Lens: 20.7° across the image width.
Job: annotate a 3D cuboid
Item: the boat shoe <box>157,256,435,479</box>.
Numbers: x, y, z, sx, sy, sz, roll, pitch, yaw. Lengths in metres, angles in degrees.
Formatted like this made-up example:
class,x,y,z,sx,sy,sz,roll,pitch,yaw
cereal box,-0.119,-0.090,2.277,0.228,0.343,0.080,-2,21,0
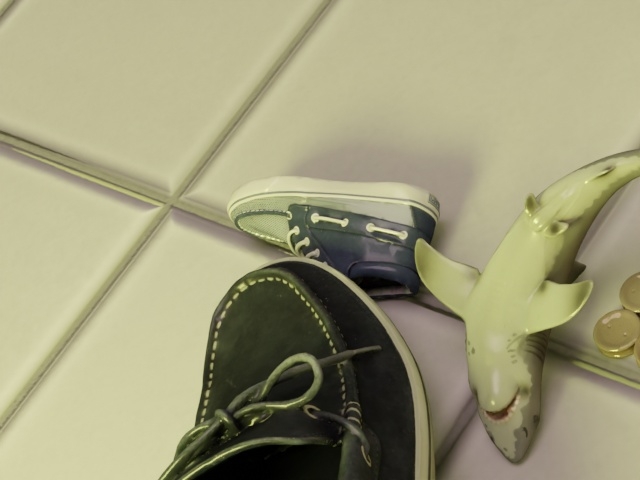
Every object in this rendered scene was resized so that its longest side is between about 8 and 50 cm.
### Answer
class,x,y,z,sx,sy,sz,roll,pitch,yaw
boat shoe,-0.027,0.169,1.197,0.187,0.156,0.500,-35,34,22

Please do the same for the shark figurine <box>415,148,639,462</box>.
class,x,y,z,sx,sy,sz,roll,pitch,yaw
shark figurine,0.188,0.006,1.266,0.278,0.116,0.166,-52,58,18

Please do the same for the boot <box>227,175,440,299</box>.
class,x,y,z,sx,sy,sz,roll,pitch,yaw
boot,0.000,0.000,1.419,0.190,0.069,0.086,-1,60,30

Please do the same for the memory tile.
class,x,y,z,sx,sy,sz,roll,pitch,yaw
memory tile,0.276,0.054,1.247,0.148,0.012,0.113,20,66,40
